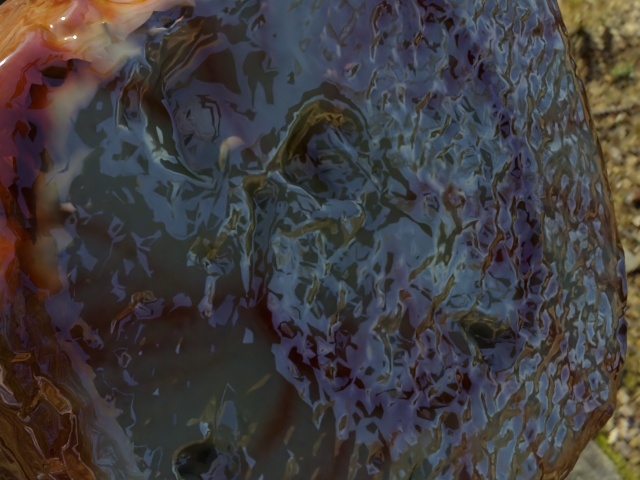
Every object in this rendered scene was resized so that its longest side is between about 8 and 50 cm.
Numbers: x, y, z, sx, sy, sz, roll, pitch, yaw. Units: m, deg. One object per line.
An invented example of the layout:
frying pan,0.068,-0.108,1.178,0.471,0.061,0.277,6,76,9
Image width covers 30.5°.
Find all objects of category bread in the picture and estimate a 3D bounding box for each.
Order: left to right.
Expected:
bread,0.000,0.004,0.475,0.327,0.114,0.295,-43,112,-40
